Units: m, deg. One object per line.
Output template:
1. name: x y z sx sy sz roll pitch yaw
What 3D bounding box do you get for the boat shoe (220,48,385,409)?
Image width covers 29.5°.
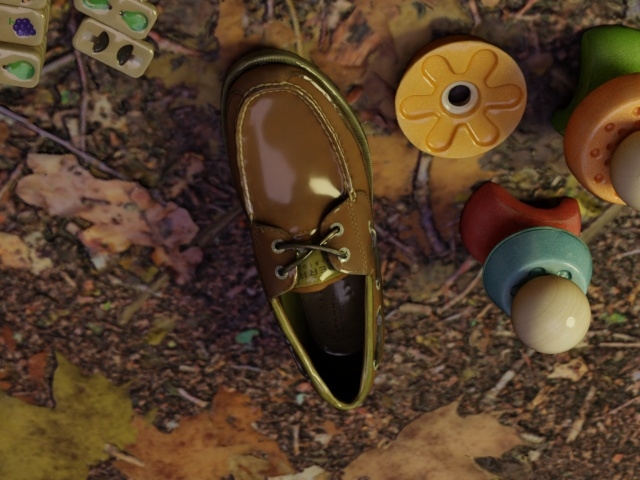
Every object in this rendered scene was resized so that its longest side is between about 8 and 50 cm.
1. boat shoe: 0.000 0.000 0.955 0.110 0.104 0.307 -15 125 7

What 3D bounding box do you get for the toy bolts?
1. toy bolts: 0.160 -0.031 0.912 0.218 0.158 0.228 5 125 -8

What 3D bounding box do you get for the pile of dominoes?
1. pile of dominoes: -0.198 -0.223 0.821 0.196 0.040 0.251 8 125 -10
